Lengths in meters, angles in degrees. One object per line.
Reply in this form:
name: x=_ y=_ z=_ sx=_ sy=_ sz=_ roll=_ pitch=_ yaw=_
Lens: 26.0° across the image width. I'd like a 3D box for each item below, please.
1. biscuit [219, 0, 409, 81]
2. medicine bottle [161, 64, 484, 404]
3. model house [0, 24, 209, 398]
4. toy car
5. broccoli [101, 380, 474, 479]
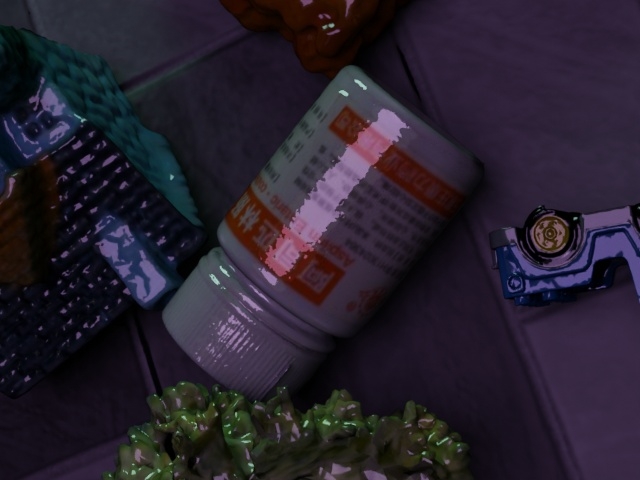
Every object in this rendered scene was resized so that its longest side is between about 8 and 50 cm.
biscuit: x=-0.010 y=-0.330 z=1.128 sx=0.312 sy=0.110 sz=0.318 roll=41 pitch=102 yaw=17
medicine bottle: x=0.000 y=0.000 z=1.073 sx=0.144 sy=0.144 sz=0.252 roll=42 pitch=102 yaw=22
model house: x=-0.255 y=0.001 z=1.134 sx=0.261 sy=0.226 sz=0.241 roll=-40 pitch=77 yaw=15
toy car: x=0.219 y=0.018 z=1.004 sx=0.191 sy=0.097 sz=0.100 roll=-12 pitch=83 yaw=21
broccoli: x=0.023 y=0.263 z=0.958 sx=0.277 sy=0.338 sz=0.317 roll=-28 pitch=28 yaw=-11
